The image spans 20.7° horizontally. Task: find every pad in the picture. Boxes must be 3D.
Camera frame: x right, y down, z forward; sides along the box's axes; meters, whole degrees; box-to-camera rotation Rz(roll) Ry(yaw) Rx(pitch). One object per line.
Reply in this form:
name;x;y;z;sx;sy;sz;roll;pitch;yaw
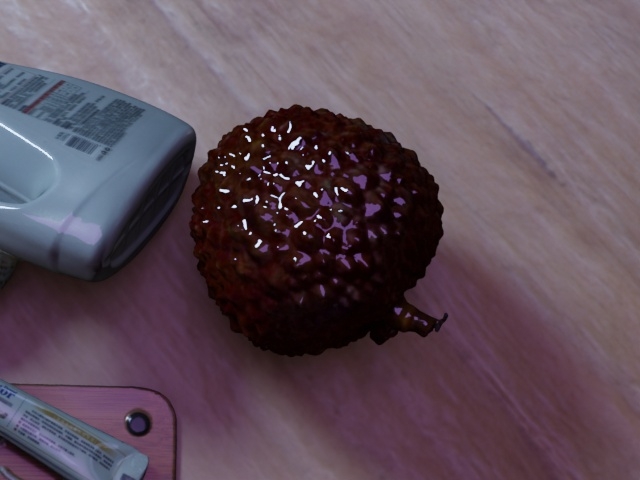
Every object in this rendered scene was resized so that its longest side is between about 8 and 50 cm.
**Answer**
pad;-0.288;0.282;1.758;0.287;0.018;0.284;3;71;-10

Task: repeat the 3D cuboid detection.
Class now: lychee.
lychee;0.000;0.000;1.761;0.300;0.264;0.264;42;71;15

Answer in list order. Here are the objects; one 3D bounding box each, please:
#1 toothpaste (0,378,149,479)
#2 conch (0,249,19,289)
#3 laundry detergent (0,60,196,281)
toothpaste;-0.294;0.183;1.759;0.255;0.037;0.067;30;64;-3
conch;-0.372;0.013;1.786;0.153;0.102;0.135;3;50;-31
laundry detergent;-0.350;-0.106;1.782;0.398;0.124;0.264;23;36;7
